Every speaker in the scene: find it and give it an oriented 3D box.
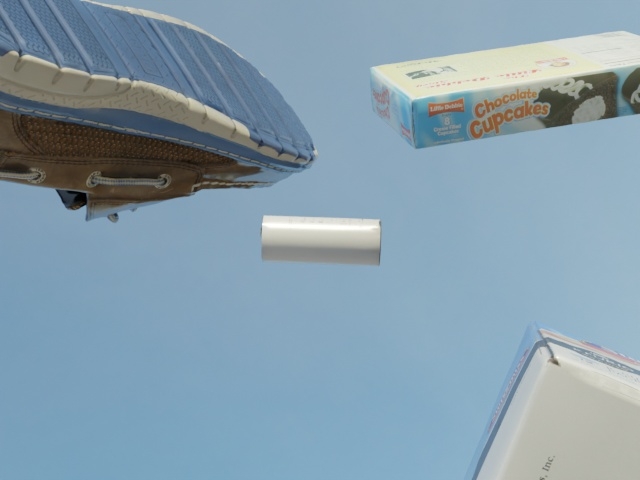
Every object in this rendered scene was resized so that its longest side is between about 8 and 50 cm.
[{"bbox_3d":[0.000,0.000,1.221,0.136,0.055,0.055,2,-48,0],"label":"speaker"}]

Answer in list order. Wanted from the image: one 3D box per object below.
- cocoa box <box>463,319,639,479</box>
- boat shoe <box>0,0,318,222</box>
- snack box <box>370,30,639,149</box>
[{"bbox_3d":[0.196,0.264,0.778,0.228,0.231,0.347,-14,-55,-81],"label":"cocoa box"},{"bbox_3d":[-0.075,-0.044,0.393,0.066,0.066,0.183,-45,-32,23],"label":"boat shoe"},{"bbox_3d":[0.231,-0.173,1.199,0.322,0.187,0.060,-9,-70,-8],"label":"snack box"}]
